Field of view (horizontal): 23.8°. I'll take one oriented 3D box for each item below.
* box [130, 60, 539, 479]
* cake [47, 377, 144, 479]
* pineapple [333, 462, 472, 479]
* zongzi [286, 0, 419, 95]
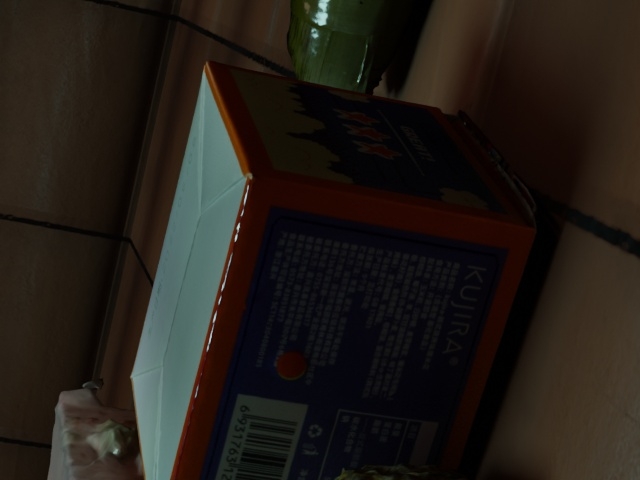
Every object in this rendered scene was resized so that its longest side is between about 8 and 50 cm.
[{"bbox_3d":[-0.003,0.065,1.343,0.318,0.257,0.348,-114,37,-67],"label":"box"},{"bbox_3d":[-0.121,0.334,1.483,0.314,0.307,0.293,-130,51,-71],"label":"cake"},{"bbox_3d":[0.066,0.269,1.160,0.166,0.166,0.193,170,101,-74],"label":"pineapple"},{"bbox_3d":[0.055,-0.320,1.695,0.300,0.145,0.274,-69,-7,-60],"label":"zongzi"}]
